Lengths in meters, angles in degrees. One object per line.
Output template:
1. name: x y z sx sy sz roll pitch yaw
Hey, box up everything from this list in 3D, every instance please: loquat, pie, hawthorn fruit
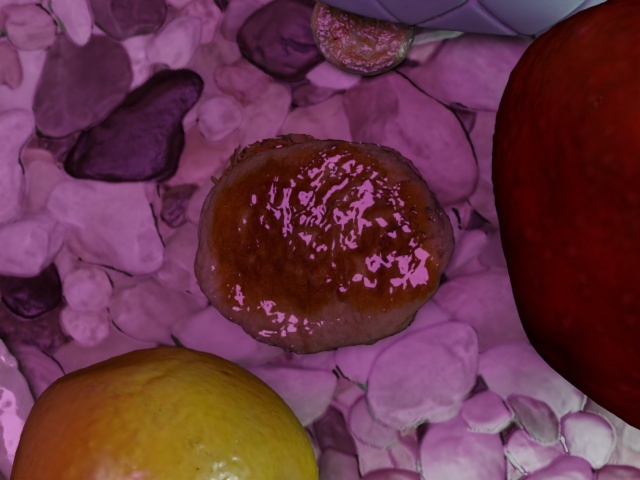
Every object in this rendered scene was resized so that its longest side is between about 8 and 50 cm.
1. loquat: -0.103 0.170 0.672 0.208 0.208 0.208 -2 81 9
2. pie: 0.032 -0.165 0.799 0.084 0.021 0.084 -1 83 6
3. pie: 0.000 0.000 0.751 0.194 0.079 0.163 -4 84 10
4. hawthorn fruit: 0.239 -0.006 0.628 0.265 0.265 0.307 -8 97 8

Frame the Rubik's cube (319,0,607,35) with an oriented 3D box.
1. Rubik's cube: 0.085 -0.267 0.746 0.254 0.254 0.254 -2 81 9

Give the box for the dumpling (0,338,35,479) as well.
1. dumpling: -0.294 0.178 0.762 0.179 0.131 0.252 23 63 -7
